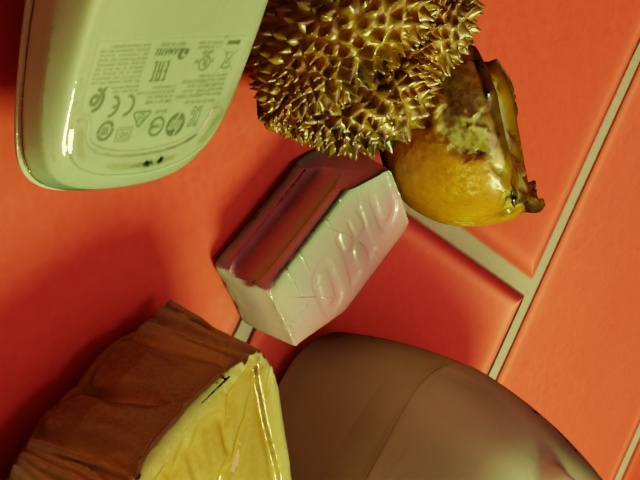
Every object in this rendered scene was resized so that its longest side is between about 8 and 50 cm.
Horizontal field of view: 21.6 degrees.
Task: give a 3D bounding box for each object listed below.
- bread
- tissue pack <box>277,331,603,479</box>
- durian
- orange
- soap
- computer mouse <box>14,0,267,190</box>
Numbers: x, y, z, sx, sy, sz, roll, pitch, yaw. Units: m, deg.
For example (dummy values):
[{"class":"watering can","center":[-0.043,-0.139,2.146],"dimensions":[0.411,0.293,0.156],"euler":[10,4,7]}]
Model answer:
[{"class":"bread","center":[-0.108,0.168,1.075],"dimensions":[0.192,0.109,0.210],"euler":[-48,143,-38]},{"class":"tissue pack","center":[0.101,0.226,1.293],"dimensions":[0.229,0.236,0.333],"euler":[-60,146,-10]},{"class":"durian","center":[0.023,-0.133,1.074],"dimensions":[0.158,0.137,0.168],"euler":[38,90,-37]},{"class":"orange","center":[0.095,-0.074,1.214],"dimensions":[0.170,0.112,0.160],"euler":[54,19,-21]},{"class":"soap","center":[0.000,0.000,1.180],"dimensions":[0.149,0.056,0.100],"euler":[-51,146,-23]},{"class":"computer mouse","center":[-0.097,-0.166,0.908],"dimensions":[0.159,0.097,0.288],"euler":[-14,131,-53]}]
